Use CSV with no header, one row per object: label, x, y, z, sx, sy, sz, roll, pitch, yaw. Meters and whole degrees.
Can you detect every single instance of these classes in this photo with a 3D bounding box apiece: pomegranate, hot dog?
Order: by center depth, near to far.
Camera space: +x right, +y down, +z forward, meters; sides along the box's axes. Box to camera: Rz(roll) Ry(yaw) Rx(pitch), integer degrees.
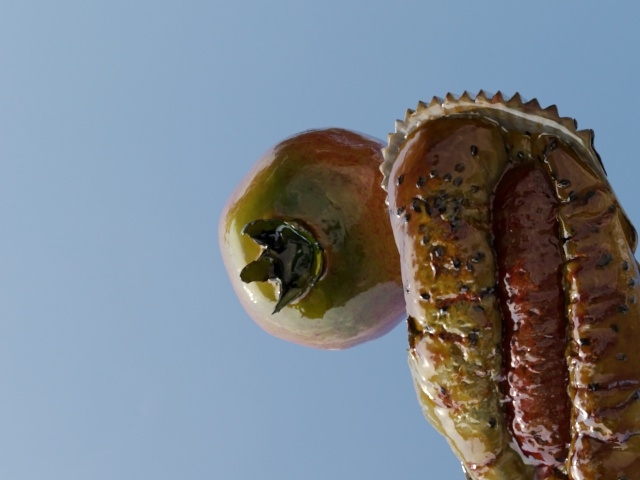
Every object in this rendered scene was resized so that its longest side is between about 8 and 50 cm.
hot dog,0.079,0.035,0.554,0.099,0.053,0.192,-14,-92,36
pomegranate,0.000,0.000,1.428,0.221,0.256,0.221,2,-84,23
